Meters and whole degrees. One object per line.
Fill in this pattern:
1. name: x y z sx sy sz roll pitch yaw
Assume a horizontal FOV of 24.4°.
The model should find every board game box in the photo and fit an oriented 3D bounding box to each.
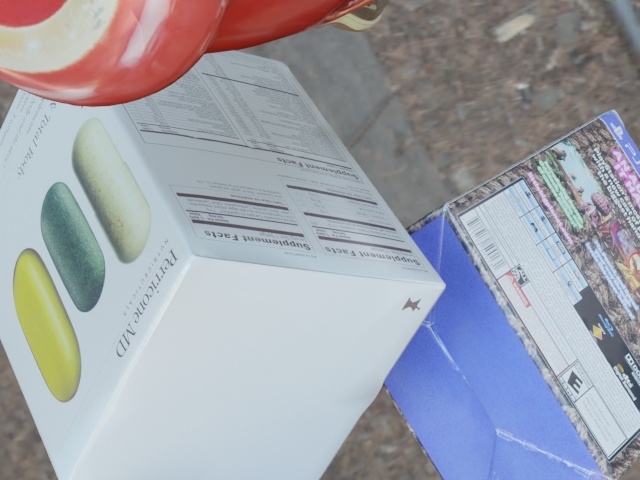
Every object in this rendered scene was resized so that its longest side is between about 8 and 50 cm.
1. board game box: 0.184 0.057 1.187 0.141 0.291 0.232 -34 86 40

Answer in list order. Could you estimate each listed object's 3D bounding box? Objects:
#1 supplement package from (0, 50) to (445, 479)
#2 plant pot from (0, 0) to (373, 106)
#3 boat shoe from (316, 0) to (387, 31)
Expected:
1. supplement package: -0.093 0.011 1.005 0.199 0.198 0.263 -59 43 26
2. plant pot: -0.053 -0.148 0.476 0.191 0.174 0.191 26 133 32
3. boat shoe: 0.032 -0.298 1.696 0.095 0.257 0.095 46 115 6
